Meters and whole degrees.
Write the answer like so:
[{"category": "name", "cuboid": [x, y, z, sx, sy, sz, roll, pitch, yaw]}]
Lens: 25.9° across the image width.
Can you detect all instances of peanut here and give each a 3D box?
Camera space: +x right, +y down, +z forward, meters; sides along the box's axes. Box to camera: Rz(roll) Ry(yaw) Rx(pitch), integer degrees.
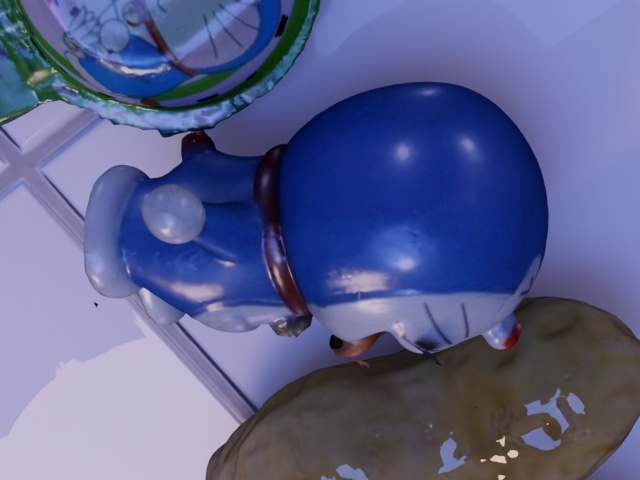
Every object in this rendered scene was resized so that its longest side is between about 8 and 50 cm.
[{"category": "peanut", "cuboid": [0.054, 0.130, 0.863, 0.319, 0.147, 0.147, -27, 109, 25]}]

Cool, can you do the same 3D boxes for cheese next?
[{"category": "cheese", "cuboid": [-0.136, -0.140, 0.796, 0.320, 0.083, 0.204, -21, 111, 18]}]

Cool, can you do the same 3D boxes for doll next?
[{"category": "doll", "cuboid": [0.000, 0.000, 0.789, 0.257, 0.215, 0.161, -10, 83, 18]}]
